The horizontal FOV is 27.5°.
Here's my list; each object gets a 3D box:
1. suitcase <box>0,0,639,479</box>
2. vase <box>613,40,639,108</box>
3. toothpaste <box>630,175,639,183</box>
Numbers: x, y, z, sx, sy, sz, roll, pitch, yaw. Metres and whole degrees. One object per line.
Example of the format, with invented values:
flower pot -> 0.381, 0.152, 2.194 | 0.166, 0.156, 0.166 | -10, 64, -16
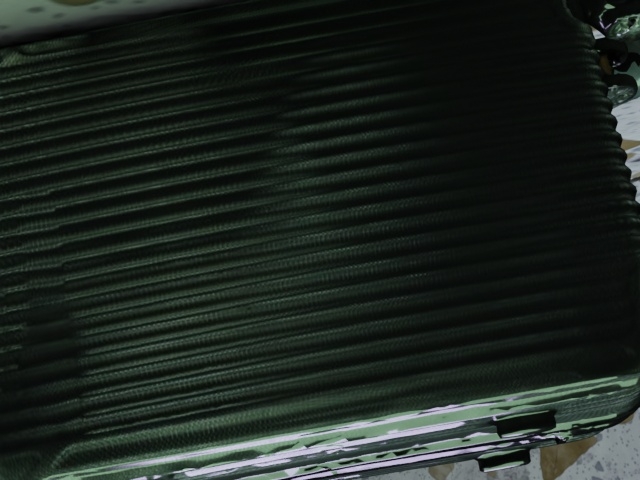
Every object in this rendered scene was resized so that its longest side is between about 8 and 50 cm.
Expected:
suitcase -> 0.000, 0.000, 0.540 | 0.312, 0.202, 0.128 | -10, 161, 0
vase -> 0.076, -0.063, 0.678 | 0.211, 0.059, 0.060 | -17, 169, 34
toothpaste -> 0.377, -0.062, 1.088 | 0.248, 0.046, 0.078 | -4, 173, -26
